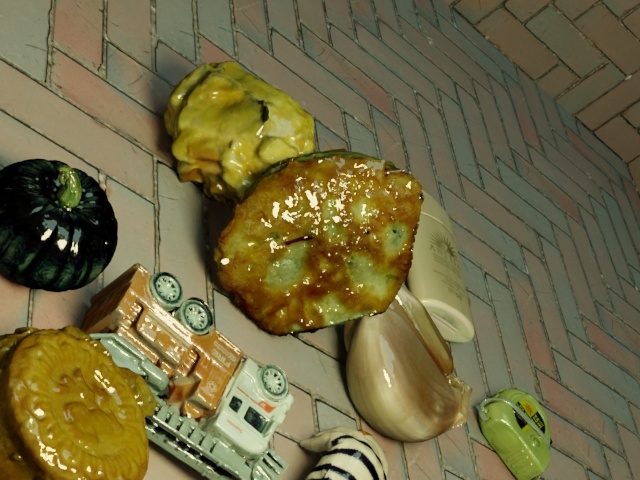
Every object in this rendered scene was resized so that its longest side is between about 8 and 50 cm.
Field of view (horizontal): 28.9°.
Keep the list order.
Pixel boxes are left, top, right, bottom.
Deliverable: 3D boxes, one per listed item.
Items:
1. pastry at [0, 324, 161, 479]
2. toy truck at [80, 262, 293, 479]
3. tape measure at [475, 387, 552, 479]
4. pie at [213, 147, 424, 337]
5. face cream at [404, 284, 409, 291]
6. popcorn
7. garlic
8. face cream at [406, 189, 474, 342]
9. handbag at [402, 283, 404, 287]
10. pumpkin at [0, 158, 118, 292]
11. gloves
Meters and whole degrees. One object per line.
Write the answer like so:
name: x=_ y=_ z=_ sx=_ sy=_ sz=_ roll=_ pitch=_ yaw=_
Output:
pastry: x=-0.318 y=0.211 z=1.452 sx=0.240 sy=0.132 sz=0.235 roll=48 pitch=23 yaw=-23
toy truck: x=-0.180 y=0.207 z=1.671 sx=0.338 sy=0.133 sz=0.184 roll=42 pitch=41 yaw=-16
tape measure: x=0.381 y=0.366 z=2.427 sx=0.177 sy=0.087 sz=0.154 roll=53 pitch=39 yaw=0
pie: x=0.000 y=0.000 z=1.995 sx=0.103 sy=0.354 sz=0.288 roll=-134 pitch=-149 yaw=-65
face cream: x=0.154 y=0.130 z=2.371 sx=0.198 sy=0.057 sz=0.084 roll=58 pitch=28 yaw=9
popcorn: x=-0.134 y=-0.176 z=2.086 sx=0.286 sy=0.215 sz=0.252 roll=29 pitch=50 yaw=27
garlic: x=0.137 y=0.221 z=2.156 sx=0.325 sy=0.132 sz=0.279 roll=46 pitch=27 yaw=-21
face cream: x=0.232 y=0.043 z=2.571 sx=0.173 sy=0.081 sz=0.348 roll=36 pitch=32 yaw=-33
handbag: x=0.076 y=0.058 z=2.266 sx=0.173 sy=0.117 sz=0.095 roll=35 pitch=75 yaw=-37
pumpkin: x=-0.357 y=-0.020 z=1.639 sx=0.194 sy=0.150 sz=0.194 roll=23 pitch=62 yaw=-51
gloves: x=0.045 y=0.343 z=1.874 sx=0.140 sy=0.131 sz=0.218 roll=54 pitch=36 yaw=-6
